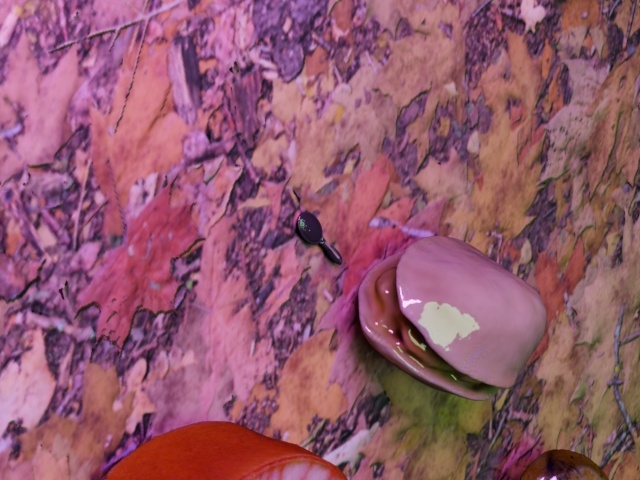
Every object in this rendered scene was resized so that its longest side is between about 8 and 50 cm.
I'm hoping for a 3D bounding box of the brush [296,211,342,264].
[{"bbox_3d":[0.000,0.000,1.631,0.083,0.008,0.024,49,59,-51],"label":"brush"}]

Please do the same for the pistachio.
[{"bbox_3d":[0.122,0.072,1.738,0.223,0.126,0.152,5,65,-51],"label":"pistachio"}]

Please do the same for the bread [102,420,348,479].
[{"bbox_3d":[-0.099,0.308,1.515,0.295,0.114,0.327,33,76,-55],"label":"bread"}]

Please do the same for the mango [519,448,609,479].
[{"bbox_3d":[0.271,0.385,2.049,0.176,0.176,0.329,-5,88,-77],"label":"mango"}]
